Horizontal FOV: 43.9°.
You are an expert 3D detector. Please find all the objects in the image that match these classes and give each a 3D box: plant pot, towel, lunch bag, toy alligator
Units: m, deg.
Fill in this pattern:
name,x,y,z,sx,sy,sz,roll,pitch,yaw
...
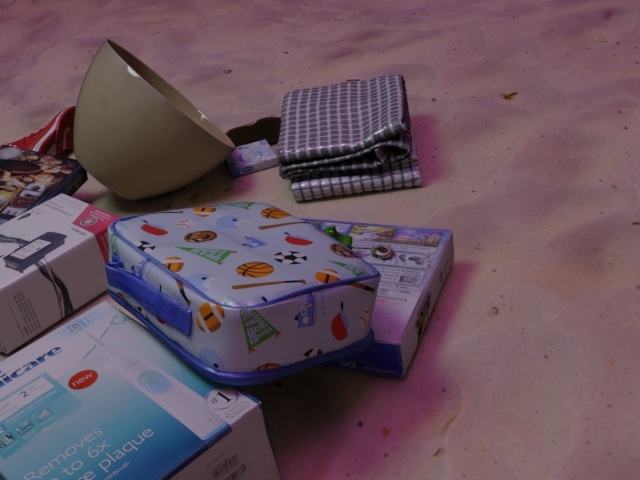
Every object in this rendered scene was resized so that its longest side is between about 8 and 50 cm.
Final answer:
name,x,y,z,sx,sy,sz,roll,pitch,yaw
plant pot,-0.316,-0.182,1.384,0.191,0.284,0.284,-49,36,6
towel,0.047,-0.192,1.394,0.235,0.121,0.283,-7,32,6
lunch bag,-0.101,0.047,0.900,0.243,0.114,0.303,-13,26,-38
toy alligator,0.000,0.000,1.048,0.190,0.051,0.056,-3,33,11

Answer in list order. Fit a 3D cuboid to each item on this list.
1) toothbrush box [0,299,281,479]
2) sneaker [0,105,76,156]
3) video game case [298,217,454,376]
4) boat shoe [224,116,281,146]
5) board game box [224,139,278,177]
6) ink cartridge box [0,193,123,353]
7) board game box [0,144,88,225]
name,x,y,z,sx,sy,sz,roll,pitch,yaw
toothbrush box,-0.221,0.209,0.825,0.216,0.126,0.296,-33,37,-32
sneaker,-0.580,-0.212,1.632,0.128,0.087,0.221,0,32,13
video game case,0.016,0.063,1.050,0.270,0.061,0.244,5,36,23
boat shoe,-0.124,-0.210,1.536,0.136,0.050,0.045,-11,8,-14
board game box,-0.132,-0.153,1.475,0.090,0.020,0.090,-17,32,-10
ink cartridge box,-0.420,0.040,1.170,0.172,0.100,0.237,19,41,38
board game box,-0.527,-0.074,1.340,0.165,0.042,0.243,12,37,9
